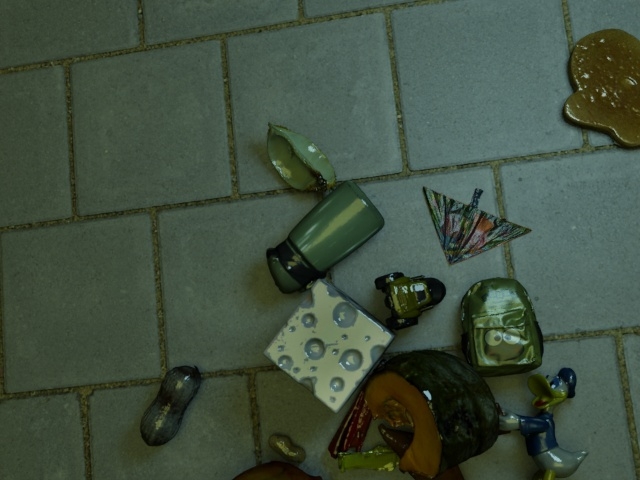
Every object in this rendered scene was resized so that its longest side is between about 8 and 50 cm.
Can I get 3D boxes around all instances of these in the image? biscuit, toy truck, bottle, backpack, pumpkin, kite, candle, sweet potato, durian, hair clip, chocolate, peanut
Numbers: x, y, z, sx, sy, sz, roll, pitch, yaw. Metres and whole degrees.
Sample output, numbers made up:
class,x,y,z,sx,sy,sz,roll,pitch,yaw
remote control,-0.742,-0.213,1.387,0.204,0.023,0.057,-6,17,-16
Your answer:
class,x,y,z,sx,sy,sz,roll,pitch,yaw
biscuit,0.795,-0.399,1.796,0.287,0.057,0.344,-34,81,2
toy truck,0.242,0.144,1.720,0.165,0.224,0.147,-18,80,11
bottle,0.001,0.002,1.799,0.347,0.168,0.168,-41,80,4
backpack,0.466,0.225,1.726,0.206,0.140,0.254,-7,76,7
pumpkin,0.276,0.413,1.637,0.225,0.256,0.303,-14,64,-39
kite,0.407,-0.032,1.822,0.321,0.016,0.234,23,86,9
candle,0.109,0.456,1.778,0.084,0.059,0.302,24,88,-13
sweet potato,0.296,0.592,1.715,0.359,0.112,0.112,38,89,8
durian,-0.062,-0.220,1.844,0.144,0.139,0.252,-34,84,7
hair clip,0.132,0.584,1.751,0.173,0.046,0.072,-4,99,-14
chocolate,-0.415,0.455,1.822,0.110,0.110,0.248,25,87,9
peanut,-0.091,0.566,1.797,0.113,0.054,0.054,31,88,7

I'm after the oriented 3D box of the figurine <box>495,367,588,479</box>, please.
class,x,y,z,sx,sy,sz,roll,pitch,yaw
figurine,0.548,0.468,1.696,0.283,0.204,0.338,29,75,17

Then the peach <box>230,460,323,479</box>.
class,x,y,z,sx,sy,sz,roll,pitch,yaw
peach,-0.121,0.742,1.658,0.372,0.290,0.373,-1,79,5

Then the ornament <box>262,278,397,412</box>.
class,x,y,z,sx,sy,sz,roll,pitch,yaw
ornament,0.033,0.269,1.720,0.239,0.240,0.240,37,90,10
